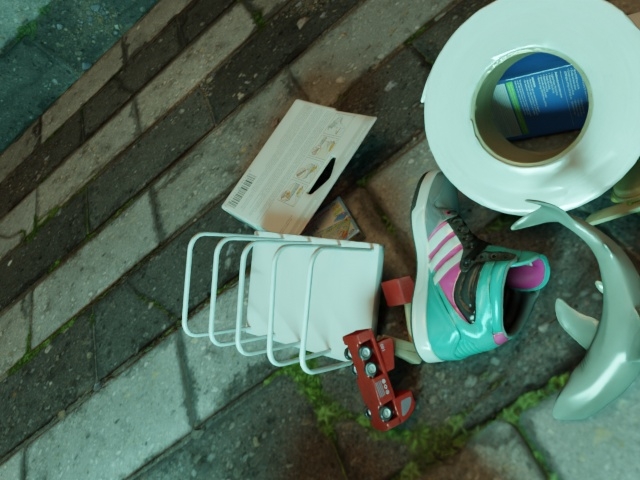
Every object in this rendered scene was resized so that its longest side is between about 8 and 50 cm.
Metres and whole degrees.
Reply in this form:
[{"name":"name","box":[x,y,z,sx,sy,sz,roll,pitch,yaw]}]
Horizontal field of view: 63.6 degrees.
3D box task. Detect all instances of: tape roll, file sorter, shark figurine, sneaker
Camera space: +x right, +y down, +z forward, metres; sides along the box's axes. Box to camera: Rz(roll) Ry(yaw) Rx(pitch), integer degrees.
[{"name":"tape roll","box":[0.287,-0.181,0.695,0.285,0.100,0.287,12,114,29]},{"name":"file sorter","box":[-0.066,0.087,0.829,0.277,0.173,0.193,6,92,38]},{"name":"shark figurine","box":[0.321,0.073,0.567,0.166,0.116,0.279,-13,96,18]},{"name":"sneaker","box":[0.223,0.019,0.727,0.178,0.123,0.296,-12,65,37]}]

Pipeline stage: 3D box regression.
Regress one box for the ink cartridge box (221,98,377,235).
[{"name":"ink cartridge box","box":[-0.038,-0.139,1.058,0.261,0.066,0.296,28,81,44]}]

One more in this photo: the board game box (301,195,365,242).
[{"name":"board game box","box":[0.000,0.000,0.974,0.154,0.026,0.104,-37,48,12]}]

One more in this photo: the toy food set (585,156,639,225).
[{"name":"toy food set","box":[0.435,-0.090,0.665,0.192,0.038,0.132,-52,5,-18]}]

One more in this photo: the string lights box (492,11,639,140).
[{"name":"string lights box","box":[0.362,-0.233,0.775,0.259,0.133,0.077,-5,55,34]}]

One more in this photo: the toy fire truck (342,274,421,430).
[{"name":"toy fire truck","box":[0.105,0.160,0.752,0.047,0.135,0.192,-26,82,59]}]
